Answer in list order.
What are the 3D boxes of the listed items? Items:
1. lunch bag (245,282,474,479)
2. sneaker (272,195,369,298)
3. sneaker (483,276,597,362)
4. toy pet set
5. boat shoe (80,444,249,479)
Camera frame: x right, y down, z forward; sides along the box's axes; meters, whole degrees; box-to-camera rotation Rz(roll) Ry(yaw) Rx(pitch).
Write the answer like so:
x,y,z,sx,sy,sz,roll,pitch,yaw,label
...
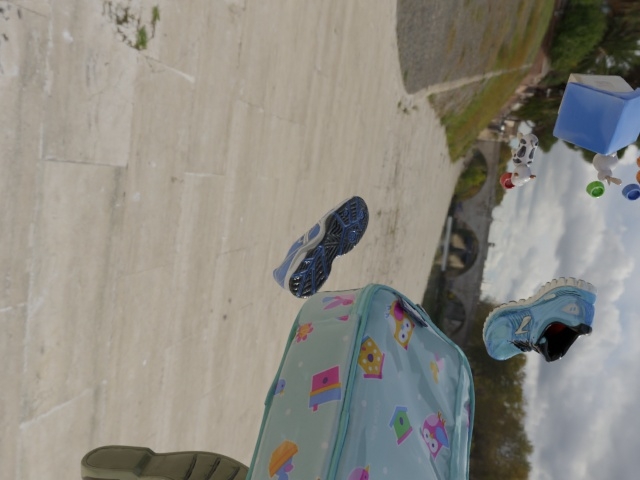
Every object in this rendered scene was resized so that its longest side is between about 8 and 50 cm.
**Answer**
x,y,z,sx,sy,sz,roll,pitch,yaw,label
0.057,0.189,0.475,0.224,0.108,0.279,40,50,-30,lunch bag
0.000,0.000,0.848,0.211,0.081,0.080,-46,122,-24,sneaker
0.241,0.105,0.583,0.162,0.063,0.073,124,-17,-52,sneaker
0.219,-0.068,0.406,0.065,0.122,0.114,-79,172,-52,toy pet set
-0.237,0.409,0.830,0.113,0.302,0.103,-28,122,-77,boat shoe
